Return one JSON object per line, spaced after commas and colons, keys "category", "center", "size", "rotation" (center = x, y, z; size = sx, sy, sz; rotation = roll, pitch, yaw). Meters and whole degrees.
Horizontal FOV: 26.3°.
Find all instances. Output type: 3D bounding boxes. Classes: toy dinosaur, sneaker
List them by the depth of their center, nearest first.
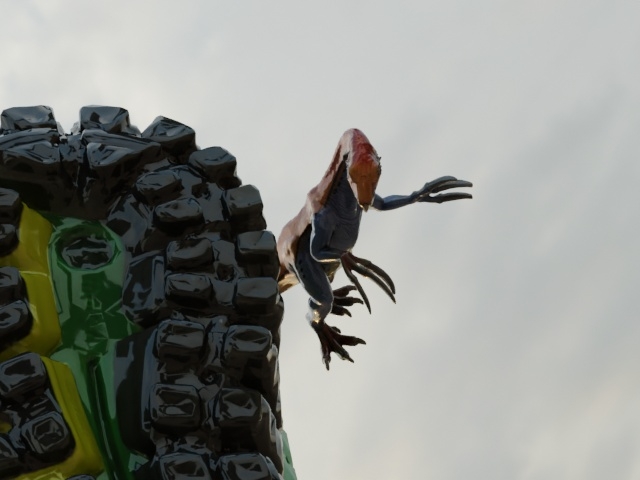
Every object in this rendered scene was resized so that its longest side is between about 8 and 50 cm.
{"category": "sneaker", "center": [-0.039, 0.125, 0.359], "size": [0.134, 0.343, 0.146], "rotation": [-4, -42, -11]}
{"category": "toy dinosaur", "center": [0.000, 0.000, 0.422], "size": [0.047, 0.090, 0.082], "rotation": [-71, -22, -47]}
